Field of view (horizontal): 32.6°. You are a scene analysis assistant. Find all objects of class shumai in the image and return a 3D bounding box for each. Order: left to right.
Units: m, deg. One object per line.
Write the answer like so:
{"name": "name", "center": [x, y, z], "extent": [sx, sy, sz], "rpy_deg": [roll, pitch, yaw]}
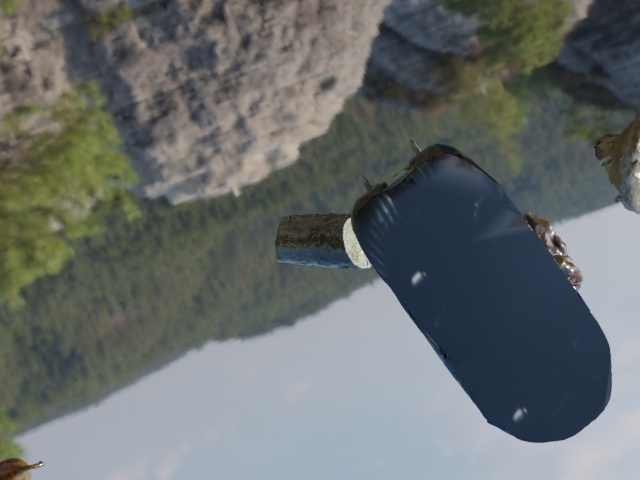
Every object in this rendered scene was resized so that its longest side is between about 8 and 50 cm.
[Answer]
{"name": "shumai", "center": [0.536, -0.151, 1.885], "extent": [0.120, 0.201, 0.201], "rpy_deg": [18, -153, 37]}

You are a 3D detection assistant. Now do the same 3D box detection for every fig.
{"name": "fig", "center": [-0.364, 0.282, 1.321], "extent": [0.083, 0.050, 0.050], "rpy_deg": [-32, 174, 37]}

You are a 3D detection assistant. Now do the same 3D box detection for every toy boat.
{"name": "toy boat", "center": [0.151, 0.047, 0.992], "extent": [0.134, 0.299, 0.092], "rpy_deg": [-34, -163, 8]}

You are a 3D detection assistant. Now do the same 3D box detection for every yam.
{"name": "yam", "center": [0.000, 0.000, 1.926], "extent": [0.183, 0.107, 0.107], "rpy_deg": [1, -170, 26]}

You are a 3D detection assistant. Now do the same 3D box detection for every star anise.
{"name": "star anise", "center": [0.241, 0.076, 1.172], "extent": [0.073, 0.212, 0.197], "rpy_deg": [-6, -164, -11]}
